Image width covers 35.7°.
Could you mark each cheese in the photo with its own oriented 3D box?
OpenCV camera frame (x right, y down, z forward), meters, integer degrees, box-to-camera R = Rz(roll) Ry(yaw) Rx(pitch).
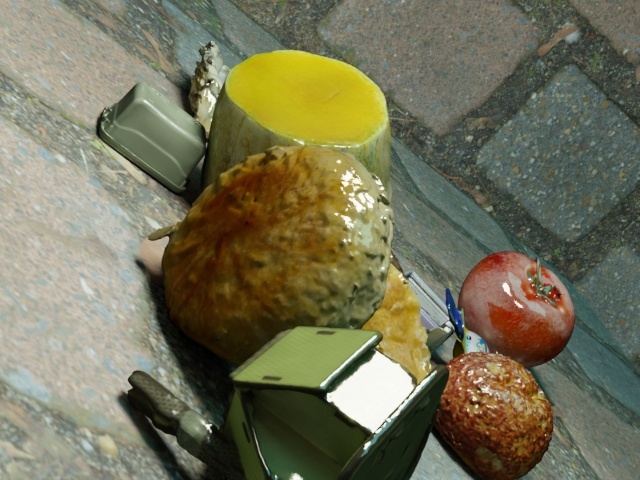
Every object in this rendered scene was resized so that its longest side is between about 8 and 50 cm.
[{"bbox_3d":[0.282,0.208,1.900,0.157,0.064,0.250,-82,151,-58],"label":"cheese"}]

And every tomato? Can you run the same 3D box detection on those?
[{"bbox_3d":[0.431,0.162,2.219,0.270,0.227,0.270,25,37,-21],"label":"tomato"}]

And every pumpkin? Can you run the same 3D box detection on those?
[{"bbox_3d":[-0.032,-0.160,1.597,0.332,0.199,0.332,5,46,-5],"label":"pumpkin"}]

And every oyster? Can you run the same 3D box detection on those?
[{"bbox_3d":[-0.191,-0.284,2.039,0.238,0.114,0.351,49,18,-16],"label":"oyster"}]

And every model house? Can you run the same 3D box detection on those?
[{"bbox_3d":[-0.043,0.169,1.018,0.278,0.205,0.218,33,40,21],"label":"model house"}]

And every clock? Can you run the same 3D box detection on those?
[{"bbox_3d":[0.179,0.135,1.936,0.145,0.073,0.193,47,16,9],"label":"clock"}]

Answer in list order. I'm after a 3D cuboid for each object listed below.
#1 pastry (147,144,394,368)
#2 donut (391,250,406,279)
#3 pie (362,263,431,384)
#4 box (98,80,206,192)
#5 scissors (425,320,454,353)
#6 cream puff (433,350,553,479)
[{"bbox_3d":[-0.053,0.015,1.218,0.136,0.329,0.330,41,13,-42],"label":"pastry"},{"bbox_3d":[0.015,0.010,1.734,0.259,0.136,0.345,27,24,-53],"label":"donut"},{"bbox_3d":[0.049,0.129,1.428,0.339,0.083,0.340,30,45,-35],"label":"pie"},{"bbox_3d":[-0.258,-0.171,1.577,0.172,0.093,0.124,37,17,-24],"label":"box"},{"bbox_3d":[0.158,0.175,1.599,0.101,0.204,0.027,43,57,-2],"label":"scissors"},{"bbox_3d":[0.289,0.281,1.659,0.240,0.164,0.240,31,17,-10],"label":"cream puff"}]
